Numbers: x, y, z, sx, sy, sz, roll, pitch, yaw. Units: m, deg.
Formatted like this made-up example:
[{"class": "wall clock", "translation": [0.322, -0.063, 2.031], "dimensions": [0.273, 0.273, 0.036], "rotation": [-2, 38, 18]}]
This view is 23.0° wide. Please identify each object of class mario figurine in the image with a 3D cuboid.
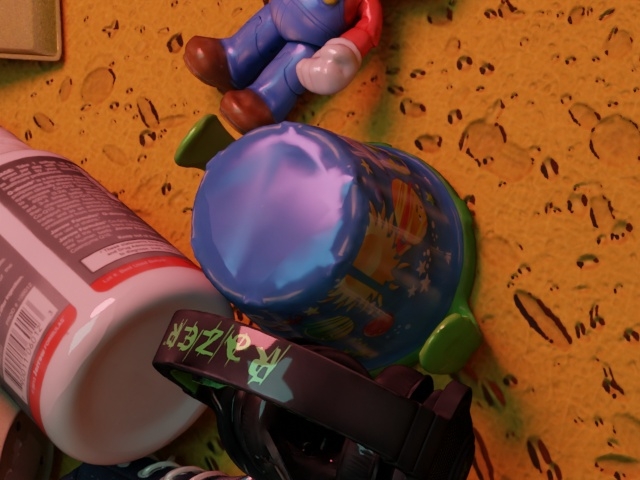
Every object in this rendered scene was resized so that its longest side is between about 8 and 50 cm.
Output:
[{"class": "mario figurine", "translation": [-0.007, -0.259, 1.526], "dimensions": [0.198, 0.170, 0.320], "rotation": [43, 104, -3]}]

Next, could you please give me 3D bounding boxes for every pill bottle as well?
[{"class": "pill bottle", "translation": [-0.264, 0.038, 1.534], "dimensions": [0.363, 0.210, 0.210], "rotation": [38, 94, 38]}]

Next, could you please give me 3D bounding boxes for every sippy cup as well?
[{"class": "sippy cup", "translation": [0.000, 0.000, 1.433], "dimensions": [0.305, 0.224, 0.240], "rotation": [0, 78, 24]}]

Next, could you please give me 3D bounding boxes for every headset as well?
[{"class": "headset", "translation": [0.019, 0.183, 1.287], "dimensions": [0.243, 0.394, 0.185], "rotation": [13, 74, 44]}]

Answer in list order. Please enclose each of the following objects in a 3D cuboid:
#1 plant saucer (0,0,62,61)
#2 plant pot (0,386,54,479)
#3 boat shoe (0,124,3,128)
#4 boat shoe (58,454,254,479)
[{"class": "plant saucer", "translation": [-0.385, -0.281, 1.732], "dimensions": [0.188, 0.045, 0.188], "rotation": [1, 73, -20]}, {"class": "plant pot", "translation": [-0.417, 0.205, 1.574], "dimensions": [0.274, 0.256, 0.257], "rotation": [6, 79, 15]}, {"class": "boat shoe", "translation": [-0.476, -0.046, 1.675], "dimensions": [0.091, 0.114, 0.302], "rotation": [28, 50, 36]}, {"class": "boat shoe", "translation": [-0.135, 0.247, 1.487], "dimensions": [0.340, 0.127, 0.158], "rotation": [-29, 59, 12]}]
